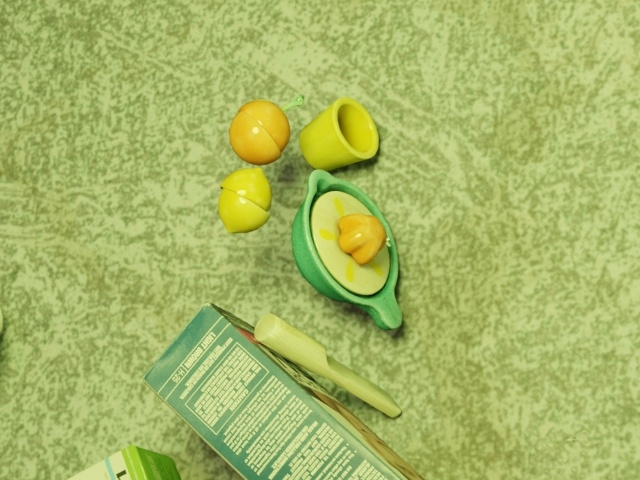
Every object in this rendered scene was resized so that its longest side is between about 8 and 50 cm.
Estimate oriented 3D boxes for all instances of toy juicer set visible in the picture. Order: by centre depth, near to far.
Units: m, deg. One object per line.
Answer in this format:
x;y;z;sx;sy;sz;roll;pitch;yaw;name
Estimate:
0.000;0.000;1.692;0.089;0.209;0.329;-26;65;37;toy juicer set

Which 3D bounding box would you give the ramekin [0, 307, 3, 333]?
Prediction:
-0.484;0.072;1.851;0.273;0.273;0.127;44;107;26;ramekin

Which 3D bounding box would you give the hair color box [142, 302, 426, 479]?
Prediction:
0.006;0.217;1.649;0.347;0.174;0.105;41;91;26;hair color box

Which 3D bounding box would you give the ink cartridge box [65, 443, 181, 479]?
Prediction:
-0.244;0.350;1.757;0.255;0.097;0.188;-29;66;12;ink cartridge box
